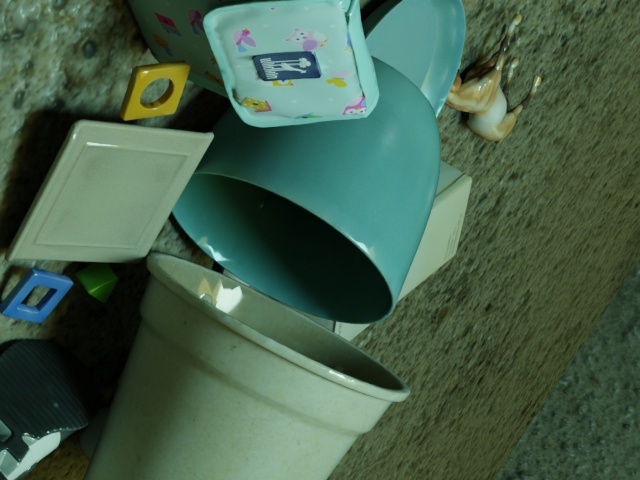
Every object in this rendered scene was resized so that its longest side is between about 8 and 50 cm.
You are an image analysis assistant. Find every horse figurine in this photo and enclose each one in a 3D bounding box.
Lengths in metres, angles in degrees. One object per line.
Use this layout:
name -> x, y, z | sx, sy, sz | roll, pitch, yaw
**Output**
horse figurine -> 0.258, -0.222, 2.385 | 0.174, 0.066, 0.263 | -58, 153, -15

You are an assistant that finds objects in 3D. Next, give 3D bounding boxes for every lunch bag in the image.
lunch bag -> -0.064, -0.231, 1.548 | 0.160, 0.262, 0.223 | -50, 155, -17

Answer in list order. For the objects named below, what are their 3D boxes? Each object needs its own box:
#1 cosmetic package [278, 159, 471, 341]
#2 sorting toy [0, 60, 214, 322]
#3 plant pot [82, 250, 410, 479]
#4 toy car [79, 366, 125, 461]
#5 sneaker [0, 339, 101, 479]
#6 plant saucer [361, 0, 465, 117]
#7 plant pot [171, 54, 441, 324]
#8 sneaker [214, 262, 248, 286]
cosmetic package -> 0.074, 0.012, 2.256 | 0.309, 0.113, 0.160 | -38, 149, -38
sorting toy -> -0.224, -0.056, 1.660 | 0.196, 0.047, 0.347 | -1, 132, -47
plant pot -> -0.115, 0.224, 1.798 | 0.305, 0.334, 0.334 | -62, 155, 4
toy car -> -0.204, 0.234, 1.990 | 0.182, 0.159, 0.136 | -56, -170, -6
sneaker -> -0.361, 0.214, 1.701 | 0.146, 0.122, 0.330 | -40, 179, 29
plant saucer -> 0.083, -0.200, 2.114 | 0.317, 0.044, 0.317 | -42, 150, -31
plant pot -> 0.005, -0.081, 1.841 | 0.235, 0.293, 0.293 | -61, 157, -22
sneaker -> 0.000, -0.001, 2.007 | 0.270, 0.145, 0.090 | -41, 150, 0
